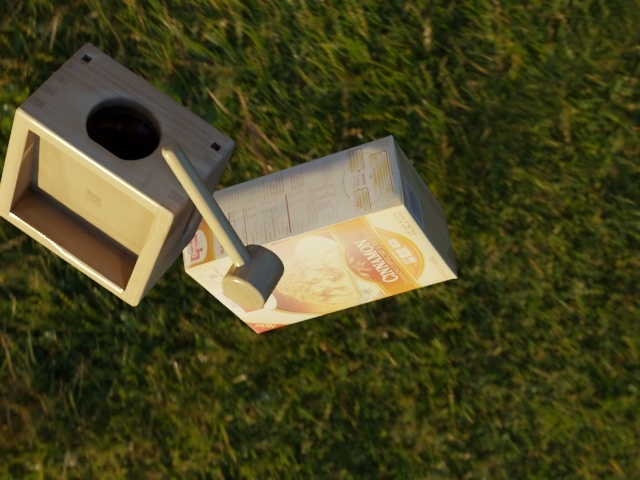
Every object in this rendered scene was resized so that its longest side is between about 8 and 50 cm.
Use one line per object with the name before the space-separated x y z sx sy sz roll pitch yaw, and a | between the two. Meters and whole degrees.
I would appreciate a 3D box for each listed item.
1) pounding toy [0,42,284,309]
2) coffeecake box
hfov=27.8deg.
pounding toy | -0.104 -0.040 0.894 0.206 0.181 0.094 34 52 3
coffeecake box | 0.000 0.000 1.060 0.185 0.068 0.142 -17 150 16
